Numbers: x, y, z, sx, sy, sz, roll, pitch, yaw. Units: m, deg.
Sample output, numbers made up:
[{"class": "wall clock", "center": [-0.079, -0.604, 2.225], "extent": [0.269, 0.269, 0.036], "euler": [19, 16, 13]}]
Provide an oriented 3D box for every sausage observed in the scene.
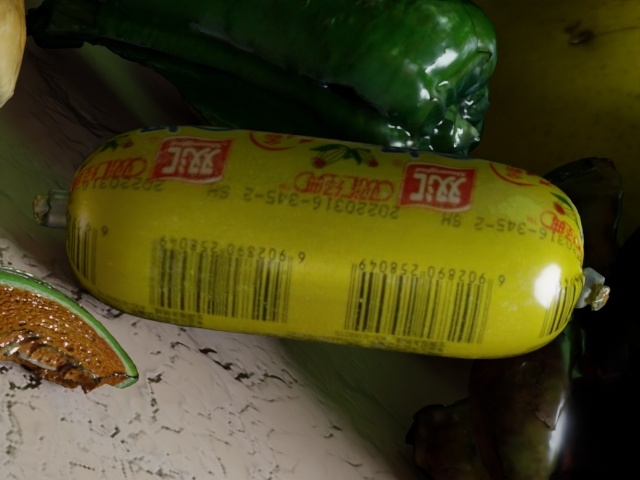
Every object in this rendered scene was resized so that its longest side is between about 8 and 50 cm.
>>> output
[{"class": "sausage", "center": [0.000, 0.000, 1.085], "extent": [0.347, 0.123, 0.123], "euler": [7, 22, 0]}]

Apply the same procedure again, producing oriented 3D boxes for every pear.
[{"class": "pear", "center": [0.229, -0.056, 1.481], "extent": [0.418, 0.362, 0.362], "euler": [17, 21, -3]}]

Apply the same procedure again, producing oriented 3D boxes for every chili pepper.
[{"class": "chili pepper", "center": [-0.047, -0.148, 1.246], "extent": [0.385, 0.167, 0.213], "euler": [23, -13, 27]}]

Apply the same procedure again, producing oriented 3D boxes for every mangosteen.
[{"class": "mangosteen", "center": [0.296, 0.122, 1.196], "extent": [0.421, 0.381, 0.381], "euler": [12, -2, 36]}]

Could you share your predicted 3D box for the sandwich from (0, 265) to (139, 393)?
[{"class": "sandwich", "center": [-0.156, 0.050, 0.972], "extent": [0.135, 0.029, 0.067], "euler": [28, 29, -41]}]

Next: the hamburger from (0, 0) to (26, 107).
[{"class": "hamburger", "center": [-0.257, -0.123, 0.943], "extent": [0.330, 0.162, 0.209], "euler": [27, 22, -51]}]

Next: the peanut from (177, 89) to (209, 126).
[{"class": "peanut", "center": [-0.042, -0.116, 1.428], "extent": [0.137, 0.122, 0.253], "euler": [91, -26, -52]}]
